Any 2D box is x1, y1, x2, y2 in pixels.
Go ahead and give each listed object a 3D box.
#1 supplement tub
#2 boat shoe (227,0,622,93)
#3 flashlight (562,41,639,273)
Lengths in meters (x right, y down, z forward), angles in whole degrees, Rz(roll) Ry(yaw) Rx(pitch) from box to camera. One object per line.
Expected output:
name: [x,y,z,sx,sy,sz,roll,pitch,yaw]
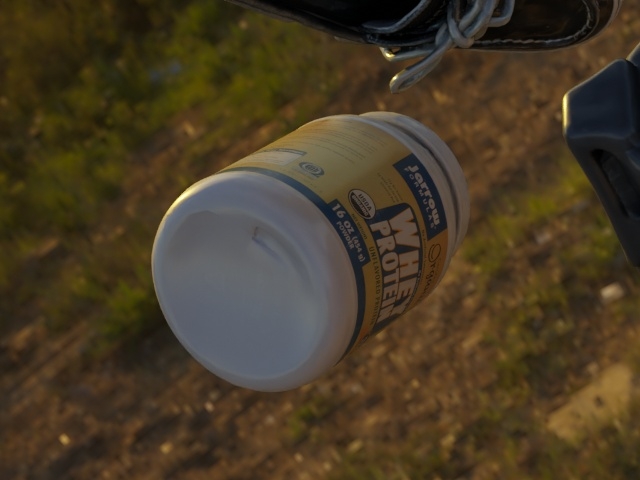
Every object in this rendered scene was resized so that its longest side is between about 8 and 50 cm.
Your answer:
supplement tub: [0.000,0.000,1.252,0.144,0.144,0.200,-4,17,34]
boat shoe: [0.056,-0.148,1.082,0.113,0.306,0.105,-49,42,31]
flashlight: [0.184,0.043,0.592,0.103,0.304,0.103,-48,44,-15]
